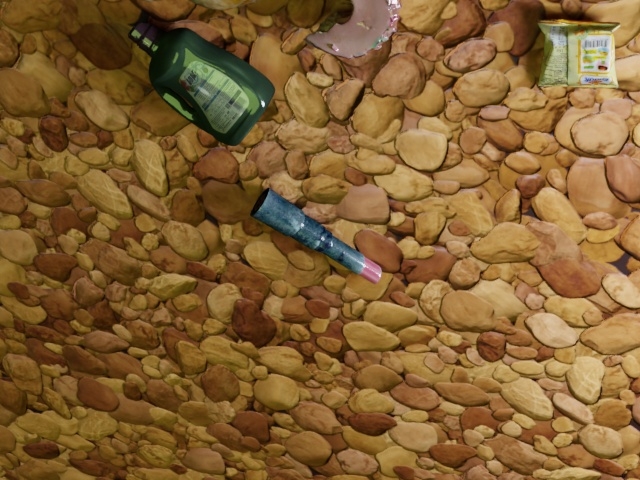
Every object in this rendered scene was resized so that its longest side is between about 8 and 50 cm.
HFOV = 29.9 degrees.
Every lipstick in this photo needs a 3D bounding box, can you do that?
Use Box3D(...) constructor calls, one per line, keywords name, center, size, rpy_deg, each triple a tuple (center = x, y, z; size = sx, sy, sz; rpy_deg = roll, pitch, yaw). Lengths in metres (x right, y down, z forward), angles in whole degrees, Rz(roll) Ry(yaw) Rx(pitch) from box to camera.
Box3D(name="lipstick", center=(0.000, 0.000, 1.906), size=(0.234, 0.053, 0.053), rpy_deg=(32, 132, -13))

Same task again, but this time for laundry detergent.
Box3D(name="laundry detergent", center=(-0.186, -0.236, 1.741), size=(0.222, 0.078, 0.144), rpy_deg=(32, 137, -11))

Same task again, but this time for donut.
Box3D(name="donut", center=(0.056, -0.312, 1.600), size=(0.117, 0.065, 0.166), rpy_deg=(26, 135, -3))

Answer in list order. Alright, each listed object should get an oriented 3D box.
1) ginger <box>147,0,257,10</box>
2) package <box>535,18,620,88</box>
Box3D(name="ginger", center=(-0.142, -0.380, 1.510), size=(0.245, 0.155, 0.304), rpy_deg=(14, 160, -15))
Box3D(name="package", center=(0.341, -0.246, 1.587), size=(0.108, 0.031, 0.120), rpy_deg=(4, 137, 16))
